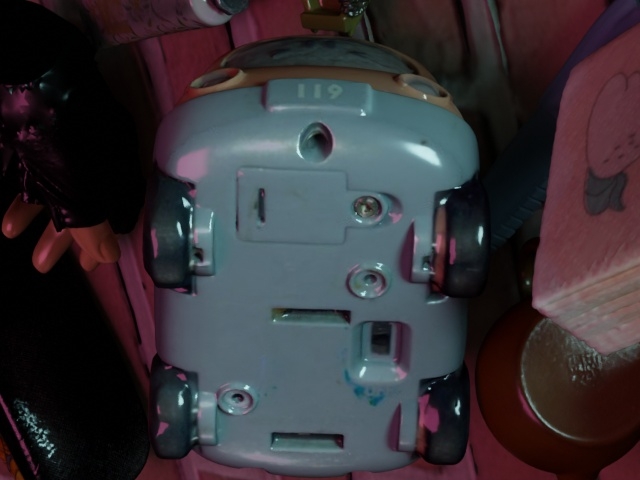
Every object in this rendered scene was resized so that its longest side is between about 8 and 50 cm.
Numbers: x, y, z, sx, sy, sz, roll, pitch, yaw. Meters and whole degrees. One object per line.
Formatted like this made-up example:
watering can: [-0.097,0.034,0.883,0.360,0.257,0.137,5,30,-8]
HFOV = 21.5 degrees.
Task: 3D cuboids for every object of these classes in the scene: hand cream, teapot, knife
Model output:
hand cream: [-0.119,-0.167,1.180,0.194,0.042,0.067,2,115,49]
teapot: [0.142,0.083,1.023,0.116,0.116,0.173,-23,73,49]
knife: [0.140,-0.065,0.999,0.044,0.019,0.313,40,138,5]

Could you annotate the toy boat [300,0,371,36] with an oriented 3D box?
toy boat: [-0.007,-0.220,1.005,0.057,0.077,0.200,11,120,40]

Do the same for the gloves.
gloves: [-0.196,-0.062,1.267,0.164,0.124,0.203,52,166,42]

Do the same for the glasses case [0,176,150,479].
glasses case: [-0.249,0.070,1.387,0.082,0.122,0.321,-23,95,53]

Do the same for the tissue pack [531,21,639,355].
tissue pack: [0.234,-0.073,0.786,0.071,0.170,0.325,29,145,-23]

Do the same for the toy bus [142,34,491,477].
toy bus: [0.000,0.000,1.031,0.194,0.232,0.287,3,126,2]
